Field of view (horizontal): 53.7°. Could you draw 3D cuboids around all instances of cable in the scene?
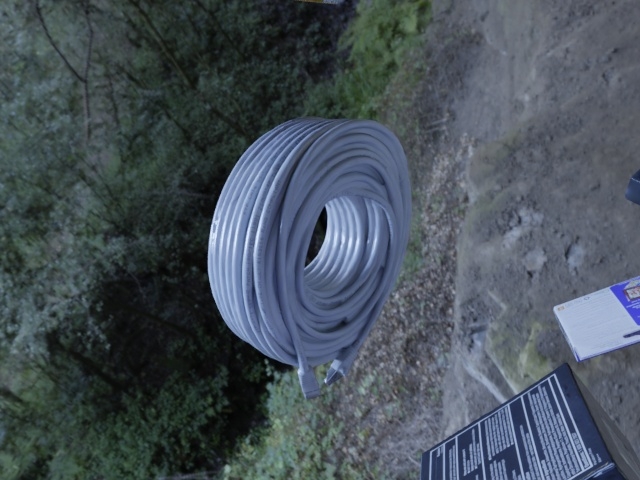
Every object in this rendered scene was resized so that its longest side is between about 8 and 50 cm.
[{"bbox_3d":[0.000,0.000,0.653,0.089,0.257,0.257,18,57,37],"label":"cable"}]

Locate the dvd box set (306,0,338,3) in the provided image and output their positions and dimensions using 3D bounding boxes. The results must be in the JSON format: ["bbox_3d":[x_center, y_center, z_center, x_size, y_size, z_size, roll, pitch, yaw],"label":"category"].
[{"bbox_3d":[-0.160,-0.459,0.754,0.420,0.307,0.062,3,42,-11],"label":"dvd box set"}]

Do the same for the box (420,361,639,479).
[{"bbox_3d":[0.306,0.374,0.905,0.294,0.182,0.296,-38,3,17],"label":"box"}]

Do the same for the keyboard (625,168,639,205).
[{"bbox_3d":[0.272,-0.006,0.363,0.108,0.023,0.180,-40,49,-14],"label":"keyboard"}]

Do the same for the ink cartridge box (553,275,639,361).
[{"bbox_3d":[0.509,0.131,1.042,0.206,0.045,0.208,-23,12,15],"label":"ink cartridge box"}]
